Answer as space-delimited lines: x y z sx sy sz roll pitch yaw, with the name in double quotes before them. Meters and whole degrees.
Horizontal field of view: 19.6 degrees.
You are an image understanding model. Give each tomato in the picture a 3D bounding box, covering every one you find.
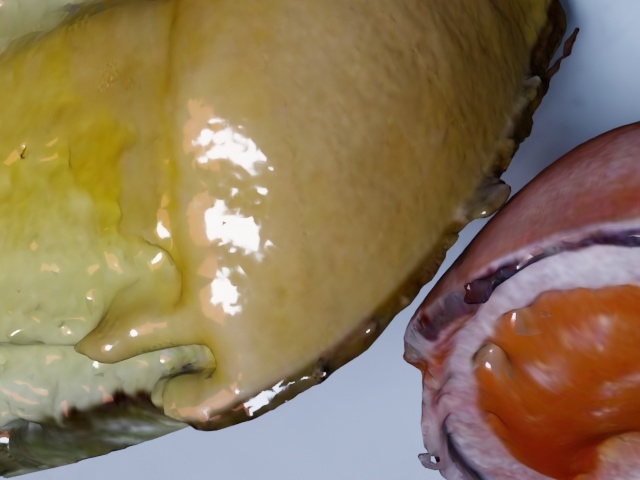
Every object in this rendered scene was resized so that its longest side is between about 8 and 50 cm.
"tomato" 0.142 0.029 0.632 0.228 0.112 0.199 23 141 -15

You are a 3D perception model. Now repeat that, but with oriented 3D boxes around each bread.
"bread" -0.032 -0.052 0.630 0.204 0.262 0.163 -8 126 30
